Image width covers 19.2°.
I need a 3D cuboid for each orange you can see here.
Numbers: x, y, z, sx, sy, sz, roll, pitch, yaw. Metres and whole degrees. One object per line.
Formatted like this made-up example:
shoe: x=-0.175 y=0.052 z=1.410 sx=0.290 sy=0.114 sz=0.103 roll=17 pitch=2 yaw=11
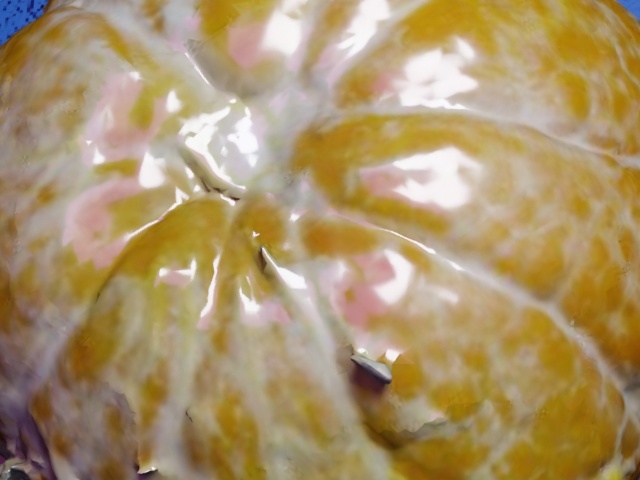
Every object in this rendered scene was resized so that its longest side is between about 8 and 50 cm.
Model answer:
orange: x=0.000 y=0.000 z=0.789 sx=0.329 sy=0.249 sz=0.329 roll=-3 pitch=74 yaw=12

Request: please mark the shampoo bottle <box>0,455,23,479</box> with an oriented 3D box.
shampoo bottle: x=-0.232 y=0.122 z=0.883 sx=0.257 sy=0.078 sz=0.127 roll=14 pitch=85 yaw=18
